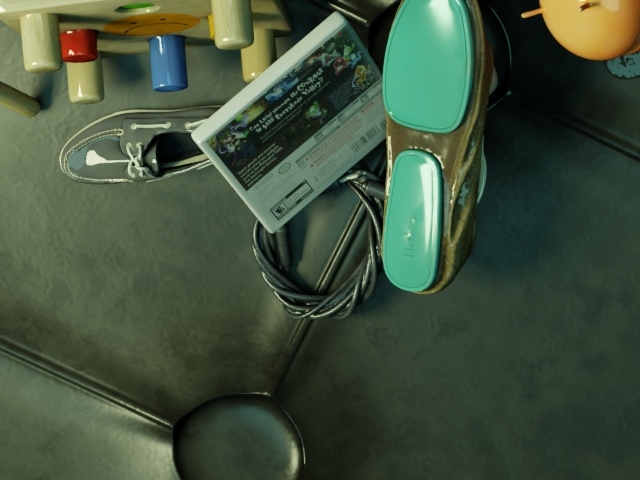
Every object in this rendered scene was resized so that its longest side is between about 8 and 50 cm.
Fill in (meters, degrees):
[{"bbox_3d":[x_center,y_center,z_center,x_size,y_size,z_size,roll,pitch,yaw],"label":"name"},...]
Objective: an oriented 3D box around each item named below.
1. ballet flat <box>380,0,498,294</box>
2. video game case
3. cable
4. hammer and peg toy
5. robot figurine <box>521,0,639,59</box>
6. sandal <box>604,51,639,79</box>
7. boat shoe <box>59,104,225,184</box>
[{"bbox_3d":[0.130,-0.113,1.879,0.116,0.124,0.342,14,114,32],"label":"ballet flat"},{"bbox_3d":[-0.017,-0.116,1.862,0.190,0.022,0.173,-40,139,-2],"label":"video game case"},{"bbox_3d":[0.000,0.000,1.960,0.150,0.047,0.184,29,107,-5],"label":"cable"},{"bbox_3d":[-0.217,-0.216,1.813,0.361,0.266,0.127,-6,84,6],"label":"hammer and peg toy"},{"bbox_3d":[0.304,-0.248,1.793,0.158,0.219,0.128,51,146,28],"label":"robot figurine"},{"bbox_3d":[0.377,-0.201,1.877,0.179,0.040,0.067,-17,105,9],"label":"sandal"},{"bbox_3d":[-0.178,-0.098,1.932,0.206,0.065,0.075,-11,106,7],"label":"boat shoe"}]
